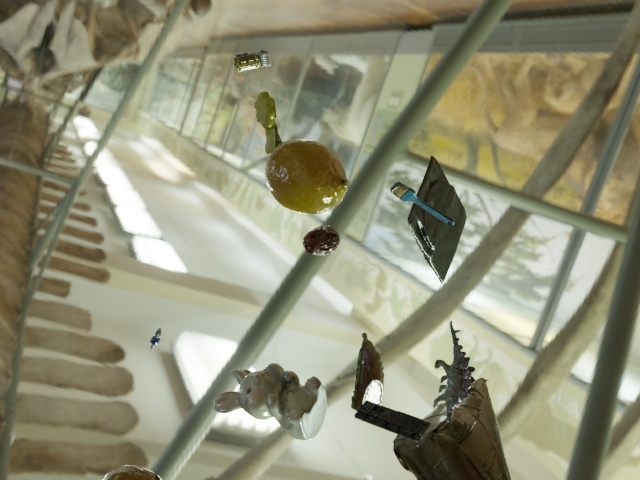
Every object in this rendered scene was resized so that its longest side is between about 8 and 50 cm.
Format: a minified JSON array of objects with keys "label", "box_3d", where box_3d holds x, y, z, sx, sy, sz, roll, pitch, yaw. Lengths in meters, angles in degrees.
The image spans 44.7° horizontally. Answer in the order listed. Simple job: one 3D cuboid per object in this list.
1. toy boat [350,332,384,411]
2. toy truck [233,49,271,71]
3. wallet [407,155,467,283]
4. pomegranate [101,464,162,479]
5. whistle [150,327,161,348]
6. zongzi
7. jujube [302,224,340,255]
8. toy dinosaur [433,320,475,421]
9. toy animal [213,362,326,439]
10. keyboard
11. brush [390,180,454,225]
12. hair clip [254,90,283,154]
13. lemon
[{"label":"toy boat","box_3d":[0.147,0.425,2.380,0.109,0.292,0.099,-12,-147,-18]},{"label":"toy truck","box_3d":[-0.216,-0.563,2.443,0.123,0.052,0.063,-14,-158,-14]},{"label":"wallet","box_3d":[0.337,-0.061,2.209,0.041,0.247,0.323,8,150,32]},{"label":"pomegranate","box_3d":[-0.535,0.749,2.195,0.233,0.233,0.233,19,-174,-2]},{"label":"whistle","box_3d":[-0.533,0.318,2.514,0.029,0.083,0.033,24,-154,-13]},{"label":"zongzi","box_3d":[0.477,0.642,2.090,0.467,0.218,0.500,-20,-105,-47]},{"label":"jujube","box_3d":[0.000,0.000,2.039,0.077,0.077,0.129,23,-163,29]},{"label":"toy dinosaur","box_3d":[0.279,0.271,1.610,0.082,0.208,0.039,-2,173,30]},{"label":"toy animal","box_3d":[-0.166,0.537,2.589,0.368,0.241,0.196,18,-135,16]},{"label":"keyboard","box_3d":[0.167,0.423,1.835,0.195,0.060,0.018,10,133,42]},{"label":"brush","box_3d":[0.229,-0.079,1.733,0.164,0.014,0.051,31,153,-7]},{"label":"hair clip","box_3d":[-0.143,-0.321,2.126,0.072,0.173,0.046,0,-164,43]},{"label":"lemon","box_3d":[-0.035,-0.154,1.892,0.244,0.186,0.187,23,-173,29]}]
